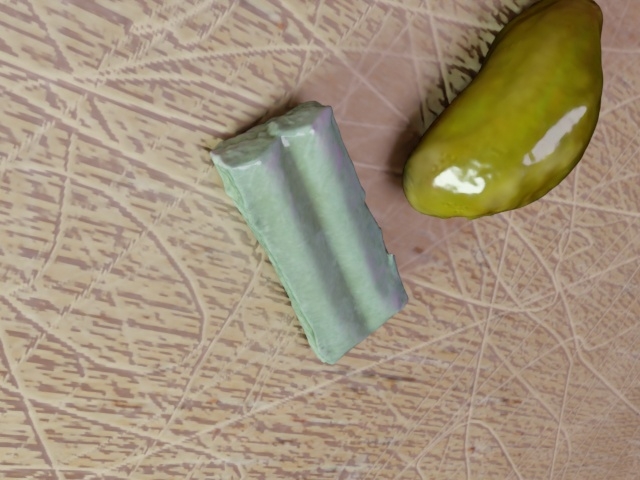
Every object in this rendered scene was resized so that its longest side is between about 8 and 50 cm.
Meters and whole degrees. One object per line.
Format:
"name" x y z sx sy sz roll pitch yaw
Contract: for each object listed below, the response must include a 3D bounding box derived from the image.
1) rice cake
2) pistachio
"rice cake" 0.000 0.000 0.633 0.085 0.040 0.226 -39 139 -12
"pistachio" 0.142 -0.082 0.650 0.100 0.110 0.189 41 90 -18
